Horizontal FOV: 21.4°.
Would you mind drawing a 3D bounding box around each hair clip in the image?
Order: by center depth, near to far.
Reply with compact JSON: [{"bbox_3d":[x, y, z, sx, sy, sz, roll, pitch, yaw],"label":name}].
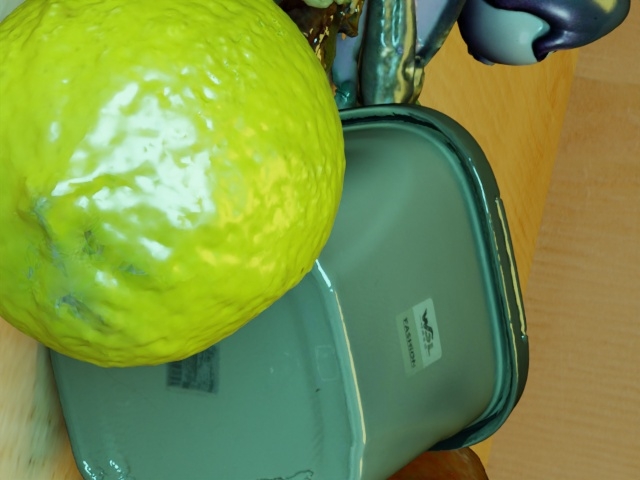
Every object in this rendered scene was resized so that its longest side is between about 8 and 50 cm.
[{"bbox_3d":[0.070,-0.240,1.293,0.095,0.110,0.359,-36,140,-52],"label":"hair clip"}]

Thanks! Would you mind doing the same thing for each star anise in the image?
[{"bbox_3d":[-0.003,-0.158,1.206,0.157,0.053,0.212,79,24,-58],"label":"star anise"}]

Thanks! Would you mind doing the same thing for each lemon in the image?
[{"bbox_3d":[-0.075,-0.035,0.733,0.193,0.180,0.181,156,-54,-86],"label":"lemon"}]

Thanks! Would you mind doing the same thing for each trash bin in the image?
[{"bbox_3d":[-0.018,0.047,0.967,0.250,0.219,0.220,-26,104,-64],"label":"trash bin"}]

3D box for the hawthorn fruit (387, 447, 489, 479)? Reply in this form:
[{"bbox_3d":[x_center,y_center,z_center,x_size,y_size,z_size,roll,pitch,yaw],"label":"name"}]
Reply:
[{"bbox_3d":[0.059,0.282,1.526,0.261,0.224,0.224,-9,110,-60],"label":"hawthorn fruit"}]

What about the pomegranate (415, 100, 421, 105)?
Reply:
[{"bbox_3d":[0.050,-0.104,1.471,0.073,0.084,0.073,-30,137,-33],"label":"pomegranate"}]

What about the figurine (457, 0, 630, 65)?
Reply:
[{"bbox_3d":[0.165,-0.229,1.503,0.145,0.222,0.145,10,90,-72],"label":"figurine"}]

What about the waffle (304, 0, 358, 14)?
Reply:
[{"bbox_3d":[0.003,-0.310,1.016,0.308,0.091,0.213,81,25,-57],"label":"waffle"}]
